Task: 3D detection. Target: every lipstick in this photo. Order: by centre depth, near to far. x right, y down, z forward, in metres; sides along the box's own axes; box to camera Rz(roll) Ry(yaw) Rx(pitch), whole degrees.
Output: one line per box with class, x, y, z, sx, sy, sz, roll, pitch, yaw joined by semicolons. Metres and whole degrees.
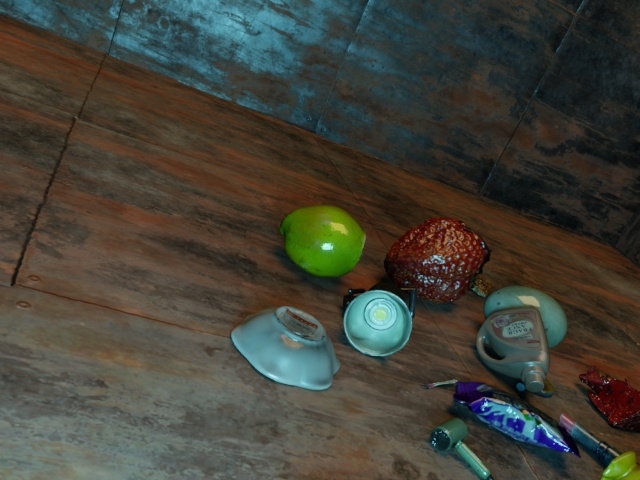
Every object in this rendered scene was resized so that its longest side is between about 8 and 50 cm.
lipstick;0.615;0.454;1.402;0.053;0.053;0.234;3;28;-47

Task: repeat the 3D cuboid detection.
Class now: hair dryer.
hair dryer;0.268;0.392;1.175;0.071;0.047;0.150;-5;46;-52

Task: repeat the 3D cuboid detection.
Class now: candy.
candy;0.403;0.365;1.355;0.275;0.070;0.145;23;12;7

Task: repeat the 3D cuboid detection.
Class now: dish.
dish;-0.051;0.183;1.242;0.229;0.081;0.229;22;19;-8

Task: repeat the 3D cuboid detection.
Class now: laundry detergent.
laundry detergent;0.472;0.273;1.597;0.171;0.076;0.237;-10;35;18

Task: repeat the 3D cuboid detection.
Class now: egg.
egg;0.559;0.210;1.776;0.237;0.169;0.169;26;20;-4

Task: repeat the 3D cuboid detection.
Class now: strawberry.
strawberry;0.309;0.053;1.801;0.288;0.250;0.238;-11;39;-17

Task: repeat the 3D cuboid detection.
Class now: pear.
pear;0.000;0.000;1.643;0.220;0.187;0.187;17;19;2

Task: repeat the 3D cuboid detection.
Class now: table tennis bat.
table tennis bat;0.521;0.351;1.602;0.155;0.019;0.100;4;30;-50

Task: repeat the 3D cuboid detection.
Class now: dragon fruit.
dragon fruit;0.742;0.413;1.673;0.192;0.122;0.092;44;-13;49

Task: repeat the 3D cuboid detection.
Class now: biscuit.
biscuit;0.455;0.105;2.132;0.237;0.026;0.131;34;20;19

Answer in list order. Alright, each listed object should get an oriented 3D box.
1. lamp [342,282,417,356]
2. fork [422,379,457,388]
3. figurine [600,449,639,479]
lamp;0.130;0.159;1.477;0.172;0.147;0.227;4;9;8
fork;0.256;0.307;1.396;0.115;0.012;0.016;6;27;-41
figurine;0.592;0.485;1.108;0.215;0.215;0.228;17;35;-23
